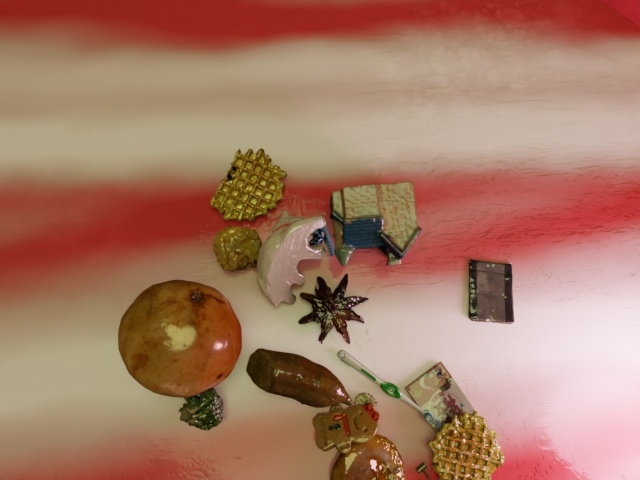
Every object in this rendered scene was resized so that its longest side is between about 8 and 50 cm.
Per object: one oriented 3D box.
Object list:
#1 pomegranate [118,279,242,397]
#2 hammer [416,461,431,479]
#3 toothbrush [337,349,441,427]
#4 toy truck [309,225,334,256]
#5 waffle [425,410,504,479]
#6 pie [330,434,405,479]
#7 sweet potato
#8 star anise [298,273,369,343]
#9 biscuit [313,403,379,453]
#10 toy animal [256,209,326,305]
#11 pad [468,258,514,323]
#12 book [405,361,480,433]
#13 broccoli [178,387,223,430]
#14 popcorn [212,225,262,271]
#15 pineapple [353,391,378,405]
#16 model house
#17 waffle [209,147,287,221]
[{"bbox_3d":[-0.451,0.324,1.518,0.409,0.410,0.411,1,75,-4],"label":"pomegranate"},{"bbox_3d":[0.364,0.799,1.612,0.035,0.019,0.110,-34,85,-12],"label":"hammer"},{"bbox_3d":[0.234,0.507,1.664,0.417,0.040,0.042,34,95,12],"label":"toothbrush"},{"bbox_3d":[0.000,0.000,1.781,0.074,0.063,0.136,-14,79,-28],"label":"toy truck"},{"bbox_3d":[0.486,0.710,1.613,0.254,0.052,0.245,-33,89,-10],"label":"waffle"},{"bbox_3d":[0.160,0.775,1.577,0.273,0.069,0.274,1,78,-6],"label":"pie"},{"bbox_3d":[-0.064,0.465,1.607,0.369,0.158,0.158,19,74,-10],"label":"sweet potato"},{"bbox_3d":[0.050,0.235,1.697,0.271,0.102,0.272,2,77,-6],"label":"star anise"},{"bbox_3d":[0.089,0.615,1.596,0.225,0.036,0.166,-8,47,-2],"label":"biscuit"},{"bbox_3d":[-0.127,0.056,1.713,0.266,0.308,0.188,-25,39,-28],"label":"toy animal"},{"bbox_3d":[0.635,0.190,1.791,0.174,0.022,0.233,6,74,-2],"label":"pad"},{"bbox_3d":[0.424,0.563,1.675,0.162,0.022,0.232,-33,79,-10],"label":"book"},{"bbox_3d":[-0.391,0.549,1.573,0.162,0.137,0.146,-10,85,33],"label":"broccoli"},{"bbox_3d":[-0.291,0.028,1.713,0.180,0.180,0.170,-29,51,-11],"label":"popcorn"},{"bbox_3d":[0.156,0.547,1.662,0.083,0.019,0.045,8,77,1],"label":"pineapple"},{"bbox_3d":[0.191,-0.043,1.721,0.312,0.245,0.280,-6,83,-5],"label":"model house"},{"bbox_3d":[-0.275,-0.209,1.815,0.309,0.065,0.283,-20,79,-12],"label":"waffle"}]
